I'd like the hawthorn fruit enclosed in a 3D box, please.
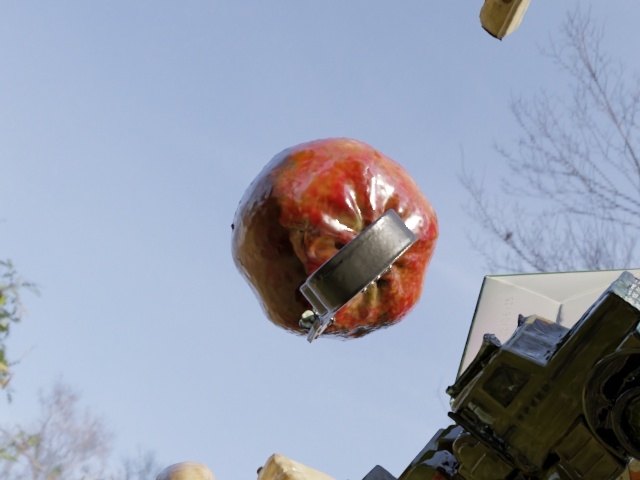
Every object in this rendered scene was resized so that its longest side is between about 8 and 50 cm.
[{"bbox_3d":[0.000,0.000,1.078,0.254,0.254,0.300,42,-15,-17],"label":"hawthorn fruit"}]

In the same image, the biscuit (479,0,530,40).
[{"bbox_3d":[0.288,-0.374,1.264,0.056,0.052,0.188,50,-25,18],"label":"biscuit"}]

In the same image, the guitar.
[{"bbox_3d":[0.012,0.042,0.715,0.038,0.084,0.271,50,-17,6],"label":"guitar"}]

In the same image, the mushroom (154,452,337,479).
[{"bbox_3d":[-0.018,0.290,0.733,0.285,0.151,0.156,25,-86,-13],"label":"mushroom"}]

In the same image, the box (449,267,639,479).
[{"bbox_3d":[0.242,0.143,0.850,0.177,0.195,0.148,-5,-56,25],"label":"box"}]

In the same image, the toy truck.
[{"bbox_3d":[0.124,0.124,0.523,0.127,0.127,0.257,44,-61,13],"label":"toy truck"}]
